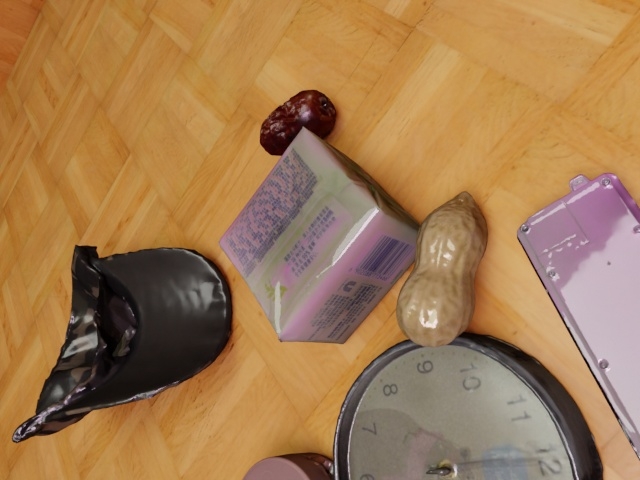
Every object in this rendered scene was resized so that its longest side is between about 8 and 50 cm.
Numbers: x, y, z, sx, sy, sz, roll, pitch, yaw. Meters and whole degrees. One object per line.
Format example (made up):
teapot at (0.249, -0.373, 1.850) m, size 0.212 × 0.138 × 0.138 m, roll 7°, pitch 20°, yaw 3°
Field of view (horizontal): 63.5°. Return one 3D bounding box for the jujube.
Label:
jujube at (-0.036, -0.169, 0.766) m, size 0.129 × 0.077 × 0.077 m, roll -28°, pitch 61°, yaw 33°

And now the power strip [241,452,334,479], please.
power strip at (-0.029, 0.333, 0.618) m, size 0.154 × 0.078 × 0.154 m, roll -13°, pitch 70°, yaw 38°

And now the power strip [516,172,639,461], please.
power strip at (0.280, 0.070, 0.459) m, size 0.109 × 0.038 × 0.278 m, roll -35°, pitch 58°, yaw 28°

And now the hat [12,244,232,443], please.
hat at (-0.325, 0.177, 0.893) m, size 0.382 × 0.257 × 0.366 m, roll 2°, pitch 58°, yaw 5°

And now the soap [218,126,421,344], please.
soap at (0.000, 0.000, 0.647) m, size 0.199 × 0.138 × 0.182 m, roll -52°, pitch 52°, yaw 16°

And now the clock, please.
clock at (0.132, 0.232, 0.527) m, size 0.281 × 0.055 × 0.280 m, roll -12°, pitch 70°, yaw 38°

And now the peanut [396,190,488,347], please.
peanut at (0.132, 0.026, 0.545) m, size 0.082 × 0.082 × 0.187 m, roll -2°, pitch 58°, yaw 40°
